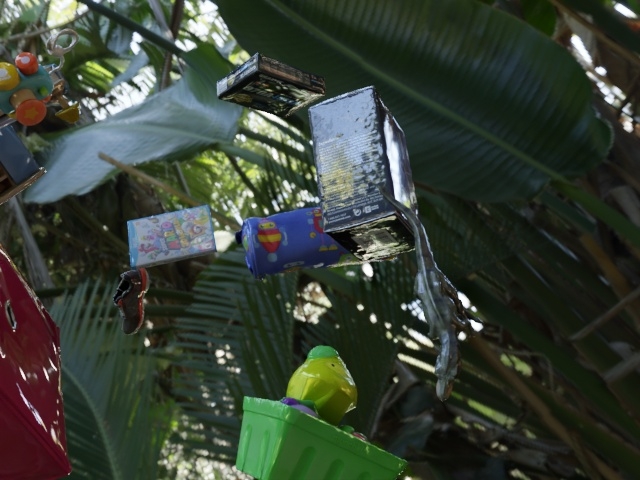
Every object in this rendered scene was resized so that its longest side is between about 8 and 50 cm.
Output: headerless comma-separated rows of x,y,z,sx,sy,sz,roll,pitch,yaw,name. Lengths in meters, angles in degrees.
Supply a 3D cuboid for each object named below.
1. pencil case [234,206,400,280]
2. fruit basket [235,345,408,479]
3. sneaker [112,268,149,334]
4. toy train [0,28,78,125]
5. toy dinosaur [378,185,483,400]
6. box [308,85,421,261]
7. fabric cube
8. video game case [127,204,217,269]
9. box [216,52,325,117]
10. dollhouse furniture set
0.000,0.000,1.199,0.306,0.119,0.133,-9,-33,-13,pencil case
0.010,0.427,1.533,0.392,0.392,0.283,-11,-1,-32,fruit basket
-0.393,0.123,1.291,0.065,0.061,0.158,-10,-57,-46,sneaker
-0.282,-0.141,0.545,0.125,0.046,0.166,-43,-16,30,toy train
0.140,0.061,0.786,0.064,0.268,0.118,-25,-29,18,toy dinosaur
0.069,-0.094,0.948,0.108,0.207,0.153,-15,-22,20,box
-0.486,0.172,0.802,0.259,0.254,0.258,-17,-40,-10,fabric cube
-0.297,-0.008,1.280,0.166,0.119,0.015,-12,-36,-7,video game case
-0.125,-0.386,1.628,0.220,0.051,0.175,8,-19,-42,box
-0.576,-0.143,1.124,0.286,0.303,0.198,-48,-54,-35,dollhouse furniture set
